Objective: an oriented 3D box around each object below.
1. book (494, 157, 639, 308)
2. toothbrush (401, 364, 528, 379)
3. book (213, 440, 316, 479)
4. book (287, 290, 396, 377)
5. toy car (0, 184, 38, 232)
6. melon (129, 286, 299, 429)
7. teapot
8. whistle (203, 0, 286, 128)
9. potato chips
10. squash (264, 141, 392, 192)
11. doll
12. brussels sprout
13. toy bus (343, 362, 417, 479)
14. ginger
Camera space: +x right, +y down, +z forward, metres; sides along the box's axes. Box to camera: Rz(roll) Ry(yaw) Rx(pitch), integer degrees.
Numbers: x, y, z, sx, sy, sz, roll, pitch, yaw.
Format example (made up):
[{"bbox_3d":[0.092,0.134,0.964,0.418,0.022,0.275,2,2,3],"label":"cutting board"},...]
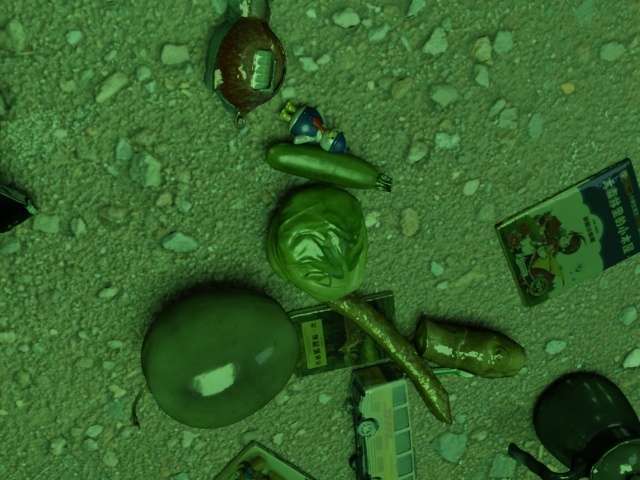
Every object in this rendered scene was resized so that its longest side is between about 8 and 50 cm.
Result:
[{"bbox_3d":[0.550,-0.011,1.659,0.322,0.018,0.228,-28,116,-1],"label":"book"},{"bbox_3d":[0.322,0.293,1.728,0.304,0.030,0.030,-2,113,-13],"label":"toothbrush"},{"bbox_3d":[-0.120,0.586,1.749,0.264,0.027,0.202,40,98,-24],"label":"book"},{"bbox_3d":[0.050,0.199,1.626,0.228,0.024,0.160,-11,117,-9],"label":"book"},{"bbox_3d":[-0.558,-0.062,1.292,0.095,0.056,0.205,-32,160,4],"label":"toy car"},{"bbox_3d":[-0.192,0.220,1.452,0.308,0.272,0.271,-1,113,-6],"label":"melon"},{"bbox_3d":[0.604,0.446,1.719,0.305,0.285,0.223,19,107,-21],"label":"teapot"},{"bbox_3d":[-0.119,-0.359,1.294,0.142,0.134,0.346,0,105,-30],"label":"whistle"},{"bbox_3d":[0.149,0.225,1.589,0.407,0.057,0.080,47,61,-17],"label":"potato chips"},{"bbox_3d":[0.016,-0.139,1.448,0.252,0.066,0.066,12,109,-19],"label":"squash"},{"bbox_3d":[-0.008,-0.201,1.406,0.143,0.057,0.099,34,59,0],"label":"doll"},{"bbox_3d":[0.000,0.000,1.461,0.223,0.161,0.223,-12,112,-33],"label":"brussels sprout"},{"bbox_3d":[0.134,0.439,1.712,0.138,0.097,0.342,-15,114,-15],"label":"toy bus"},{"bbox_3d":[0.325,0.233,1.655,0.263,0.116,0.109,16,124,-16],"label":"ginger"}]
